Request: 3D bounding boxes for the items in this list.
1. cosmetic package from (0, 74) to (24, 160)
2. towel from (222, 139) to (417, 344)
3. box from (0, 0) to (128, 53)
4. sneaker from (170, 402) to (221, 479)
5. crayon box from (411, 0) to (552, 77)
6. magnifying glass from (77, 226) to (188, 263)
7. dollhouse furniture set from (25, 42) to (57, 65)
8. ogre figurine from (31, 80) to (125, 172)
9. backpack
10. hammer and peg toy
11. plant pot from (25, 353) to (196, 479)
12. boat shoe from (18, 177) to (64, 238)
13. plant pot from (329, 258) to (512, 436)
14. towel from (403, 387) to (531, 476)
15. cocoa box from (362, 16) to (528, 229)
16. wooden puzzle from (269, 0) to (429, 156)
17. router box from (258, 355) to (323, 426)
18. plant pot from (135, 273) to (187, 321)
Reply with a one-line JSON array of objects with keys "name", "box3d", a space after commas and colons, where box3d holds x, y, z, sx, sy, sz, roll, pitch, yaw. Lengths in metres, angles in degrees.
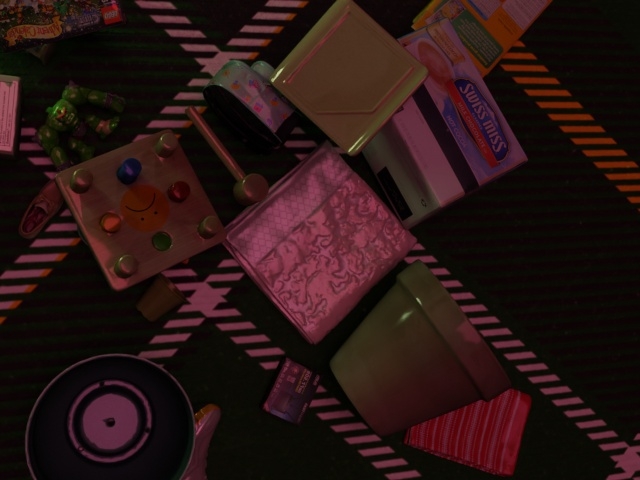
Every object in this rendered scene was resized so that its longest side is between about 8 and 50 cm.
[{"name": "cosmetic package", "box3d": [-0.710, -0.237, 1.491, 0.296, 0.129, 0.153, 6, 86, -17]}, {"name": "towel", "box3d": [0.000, 0.000, 1.729, 0.332, 0.053, 0.317, -43, 99, -14]}, {"name": "box", "box3d": [-0.490, -0.450, 1.483, 0.233, 0.044, 0.159, -15, 106, -1]}, {"name": "sneaker", "box3d": [-0.261, 0.451, 1.610, 0.121, 0.099, 0.262, 34, 85, -20]}, {"name": "crayon box", "box3d": [0.359, -0.514, 1.852, 0.203, 0.083, 0.323, 44, 75, -10]}, {"name": "magnifying glass", "box3d": [-0.375, -0.003, 1.631, 0.231, 0.026, 0.092, 20, 81, -15]}, {"name": "dollhouse furniture set", "box3d": [-0.557, -0.498, 1.535, 0.212, 0.161, 0.242, 33, 78, -12]}, {"name": "ogre figurine", "box3d": [-0.479, -0.220, 1.581, 0.118, 0.097, 0.197, 35, 99, -28]}, {"name": "backpack", "box3d": [-0.139, -0.282, 1.644, 0.188, 0.166, 0.144, 35, 76, -16]}, {"name": "hammer and peg toy", "box3d": [-0.304, -0.089, 1.592, 0.361, 0.127, 0.266, -29, 89, -26]}, {"name": "plant pot", "box3d": [-0.391, 0.353, 1.514, 0.293, 0.196, 0.293, 1, 86, -16]}, {"name": "boat shoe", "box3d": [-0.539, -0.063, 1.574, 0.050, 0.045, 0.135, 30, 79, -13]}, {"name": "plant pot", "box3d": [0.184, 0.248, 1.658, 0.280, 0.323, 0.323, -36, 97, 0]}, {"name": "towel", "box3d": [0.336, 0.402, 1.816, 0.275, 0.031, 0.199, 21, 80, -14]}, {"name": "cocoa box", "box3d": [0.221, -0.240, 1.699, 0.228, 0.231, 0.347, -28, 87, -16]}, {"name": "wooden puzzle", "box3d": [0.054, -0.314, 1.552, 0.238, 0.044, 0.221, 44, 96, 9]}, {"name": "router box", "box3d": [-0.062, 0.316, 1.697, 0.092, 0.038, 0.122, 27, 79, -14]}, {"name": "plant pot", "box3d": [-0.325, 0.119, 1.616, 0.079, 0.083, 0.083, -43, 99, -2]}]
